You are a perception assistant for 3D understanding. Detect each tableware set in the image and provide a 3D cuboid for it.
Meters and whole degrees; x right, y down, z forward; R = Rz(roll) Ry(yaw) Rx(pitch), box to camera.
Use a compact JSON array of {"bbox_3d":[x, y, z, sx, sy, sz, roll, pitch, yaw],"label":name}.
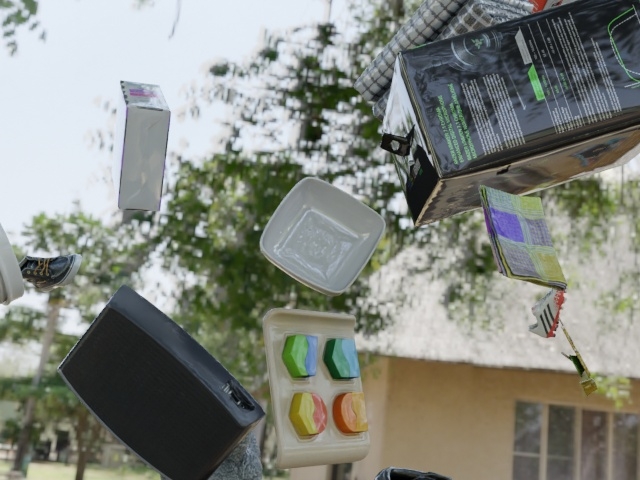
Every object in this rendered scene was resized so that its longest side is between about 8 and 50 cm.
[{"bbox_3d":[0.371,0.160,1.382,0.024,0.154,0.104,-29,-22,10],"label":"tableware set"}]

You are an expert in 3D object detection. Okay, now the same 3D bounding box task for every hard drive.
[{"bbox_3d":[-0.216,0.199,1.197,0.255,0.172,0.054,42,17,5],"label":"hard drive"}]

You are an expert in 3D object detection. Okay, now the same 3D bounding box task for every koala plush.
[{"bbox_3d":[-0.158,0.352,1.417,0.203,0.196,0.221,0,-4,-26],"label":"koala plush"}]

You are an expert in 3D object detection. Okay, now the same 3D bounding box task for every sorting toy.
[{"bbox_3d":[0.003,0.200,1.251,0.038,0.208,0.193,-14,-16,37],"label":"sorting toy"}]

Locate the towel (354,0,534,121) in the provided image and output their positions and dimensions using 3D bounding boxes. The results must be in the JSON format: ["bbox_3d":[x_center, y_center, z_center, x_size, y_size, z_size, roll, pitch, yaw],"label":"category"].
[{"bbox_3d":[0.218,-0.278,1.423,0.284,0.121,0.235,-9,-33,-53],"label":"towel"}]

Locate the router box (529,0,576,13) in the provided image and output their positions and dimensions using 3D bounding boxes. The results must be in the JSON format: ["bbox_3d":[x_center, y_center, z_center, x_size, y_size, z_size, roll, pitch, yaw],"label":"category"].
[{"bbox_3d":[0.489,-0.457,1.778,0.335,0.082,0.301,-24,-28,-30],"label":"router box"}]

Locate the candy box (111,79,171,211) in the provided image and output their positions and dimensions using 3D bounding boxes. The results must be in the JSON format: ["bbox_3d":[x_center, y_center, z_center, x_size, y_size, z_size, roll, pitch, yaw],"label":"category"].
[{"bbox_3d":[-0.292,-0.157,1.479,0.070,0.164,0.196,4,20,-17],"label":"candy box"}]

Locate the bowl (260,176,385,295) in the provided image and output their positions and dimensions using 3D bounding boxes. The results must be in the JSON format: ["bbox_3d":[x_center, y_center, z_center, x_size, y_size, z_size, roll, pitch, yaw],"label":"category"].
[{"bbox_3d":[0.000,0.000,1.243,0.142,0.142,0.053,31,-24,6],"label":"bowl"}]

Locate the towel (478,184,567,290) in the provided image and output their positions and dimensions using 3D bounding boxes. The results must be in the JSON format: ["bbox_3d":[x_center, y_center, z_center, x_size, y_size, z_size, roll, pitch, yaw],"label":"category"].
[{"bbox_3d":[0.145,-0.003,0.654,0.060,0.083,0.009,13,-39,-26],"label":"towel"}]

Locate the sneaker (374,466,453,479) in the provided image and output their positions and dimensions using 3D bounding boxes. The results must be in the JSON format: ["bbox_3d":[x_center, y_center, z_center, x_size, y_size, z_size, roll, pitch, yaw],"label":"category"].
[{"bbox_3d":[0.112,0.298,0.822,0.296,0.147,0.104,32,12,-38],"label":"sneaker"}]

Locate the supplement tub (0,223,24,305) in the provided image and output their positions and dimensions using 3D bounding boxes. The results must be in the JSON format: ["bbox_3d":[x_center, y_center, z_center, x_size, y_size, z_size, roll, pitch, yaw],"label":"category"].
[{"bbox_3d":[-0.656,0.066,1.440,0.316,0.228,0.228,-25,1,-28],"label":"supplement tub"}]

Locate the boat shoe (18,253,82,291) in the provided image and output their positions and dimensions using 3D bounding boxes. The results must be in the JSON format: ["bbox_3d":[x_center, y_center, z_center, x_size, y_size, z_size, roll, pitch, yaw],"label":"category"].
[{"bbox_3d":[-0.584,0.061,1.958,0.083,0.065,0.183,28,-34,-32],"label":"boat shoe"}]

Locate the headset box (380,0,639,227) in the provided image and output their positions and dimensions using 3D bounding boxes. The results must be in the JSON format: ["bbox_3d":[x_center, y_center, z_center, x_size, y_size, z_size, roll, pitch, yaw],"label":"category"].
[{"bbox_3d":[0.203,-0.126,0.945,0.283,0.131,0.246,-17,-9,-2],"label":"headset box"}]

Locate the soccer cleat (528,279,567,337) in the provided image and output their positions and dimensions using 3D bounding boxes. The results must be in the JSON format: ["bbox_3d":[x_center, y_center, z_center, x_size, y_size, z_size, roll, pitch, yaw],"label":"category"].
[{"bbox_3d":[0.265,0.076,1.067,0.036,0.083,0.029,13,26,11],"label":"soccer cleat"}]
